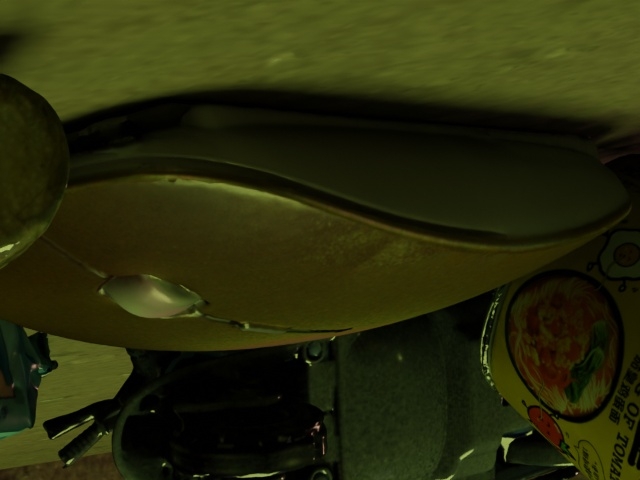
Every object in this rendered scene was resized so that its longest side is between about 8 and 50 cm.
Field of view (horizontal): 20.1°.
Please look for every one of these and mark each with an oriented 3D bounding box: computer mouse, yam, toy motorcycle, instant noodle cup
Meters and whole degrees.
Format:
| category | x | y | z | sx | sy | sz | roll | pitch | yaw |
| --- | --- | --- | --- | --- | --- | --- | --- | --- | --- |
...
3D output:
| category | x | y | z | sx | sy | sz | roll | pitch | yaw |
| --- | --- | --- | --- | --- | --- | --- | --- | --- | --- |
| computer mouse | 0.000 | 0.000 | 0.695 | 0.158 | 0.072 | 0.310 | -19 | 168 | 36 |
| yam | -0.146 | 0.008 | 0.574 | 0.066 | 0.066 | 0.300 | -7 | 171 | -23 |
| toy motorcycle | 0.026 | 0.075 | 0.977 | 0.358 | 0.125 | 0.212 | -7 | -171 | -36 |
| instant noodle cup | 0.173 | 0.052 | 0.836 | 0.144 | 0.182 | 0.182 | 35 | -157 | 35 |

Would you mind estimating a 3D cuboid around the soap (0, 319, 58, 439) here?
| category | x | y | z | sx | sy | sz | roll | pitch | yaw |
| --- | --- | --- | --- | --- | --- | --- | --- | --- | --- |
| soap | -0.272 | 0.086 | 0.914 | 0.156 | 0.077 | 0.293 | -16 | 172 | 28 |
